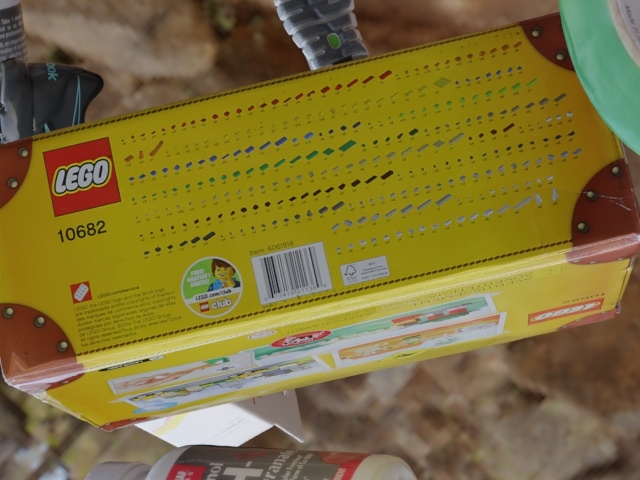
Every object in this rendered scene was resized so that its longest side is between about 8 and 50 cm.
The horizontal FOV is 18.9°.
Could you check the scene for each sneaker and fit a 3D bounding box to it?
[{"bbox_3d":[0.003,-0.207,2.078,0.132,0.086,0.228,97,155,-71],"label":"sneaker"},{"bbox_3d":[-0.267,-0.050,1.910,0.106,0.267,0.101,-4,-154,-17],"label":"sneaker"}]

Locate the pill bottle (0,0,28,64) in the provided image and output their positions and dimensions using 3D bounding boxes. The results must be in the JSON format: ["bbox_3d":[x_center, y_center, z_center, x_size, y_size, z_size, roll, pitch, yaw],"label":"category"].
[{"bbox_3d":[-0.404,-0.203,2.131,0.161,0.161,0.283,-111,16,-74],"label":"pill bottle"}]

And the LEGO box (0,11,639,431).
[{"bbox_3d":[0.000,0.000,1.614,0.372,0.500,0.193,66,-168,-78],"label":"LEGO box"}]

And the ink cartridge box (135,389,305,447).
[{"bbox_3d":[-0.181,0.147,2.465,0.353,0.119,0.207,35,-148,-44],"label":"ink cartridge box"}]

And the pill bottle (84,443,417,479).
[{"bbox_3d":[-0.073,0.287,1.868,0.319,0.176,0.176,0,168,23],"label":"pill bottle"}]

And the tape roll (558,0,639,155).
[{"bbox_3d":[0.271,-0.187,1.100,0.077,0.321,0.321,7,-151,-36],"label":"tape roll"}]
